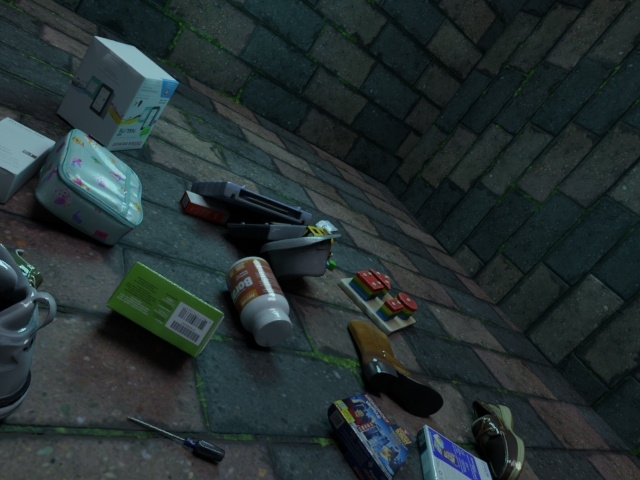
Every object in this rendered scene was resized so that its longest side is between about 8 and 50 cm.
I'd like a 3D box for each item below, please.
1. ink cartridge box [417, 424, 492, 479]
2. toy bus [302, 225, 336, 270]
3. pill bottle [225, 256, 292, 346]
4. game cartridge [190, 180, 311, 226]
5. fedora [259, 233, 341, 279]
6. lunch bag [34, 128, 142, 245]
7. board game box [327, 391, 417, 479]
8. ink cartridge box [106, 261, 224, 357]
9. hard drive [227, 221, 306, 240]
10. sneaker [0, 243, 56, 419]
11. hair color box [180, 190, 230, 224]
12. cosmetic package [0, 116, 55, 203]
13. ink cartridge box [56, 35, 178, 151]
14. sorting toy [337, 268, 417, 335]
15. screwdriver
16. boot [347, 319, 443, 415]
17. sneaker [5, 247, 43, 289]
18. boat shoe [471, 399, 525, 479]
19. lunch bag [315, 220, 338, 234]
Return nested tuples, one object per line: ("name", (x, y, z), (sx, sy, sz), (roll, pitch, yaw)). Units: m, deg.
("ink cartridge box", (0.333, 0.573, 1.116), (0.208, 0.045, 0.206), (33, 19, -8))
("toy bus", (-0.004, 0.002, 1.763), (0.191, 0.104, 0.202), (33, 20, -13))
("pill bottle", (-0.148, 0.149, 1.145), (0.121, 0.121, 0.216), (20, 25, -40))
("game cartridge", (-0.230, -0.125, 1.575), (0.355, 0.068, 0.230), (19, -3, -43))
("fedora", (-0.055, 0.056, 1.444), (0.275, 0.243, 0.124), (-5, 86, -63))
("lunch bag", (-0.525, -0.127, 1.100), (0.224, 0.108, 0.279), (41, 15, -37))
("board game box", (0.123, 0.439, 1.040), (0.194, 0.060, 0.194), (12, 31, -53))
("ink cartridge box", (-0.307, 0.140, 0.958), (0.189, 0.097, 0.255), (34, -15, -9))
("hard drive", (-0.165, -0.030, 1.507), (0.172, 0.054, 0.254), (3, 2, 22))
("sneaker", (-0.511, 0.069, 0.561), (0.366, 0.210, 0.137), (31, 20, -17))
("hair color box", (-0.362, -0.103, 1.474), (0.141, 0.043, 0.072), (19, 26, -40))
("cosmetic package", (-0.690, -0.181, 1.025), (0.117, 0.085, 0.231), (29, 22, -24))
("ink cartridge box", (-0.628, -0.446, 1.460), (0.197, 0.270, 0.198), (39, 19, 1))
("sorting toy", (0.230, 0.208, 1.719), (0.257, 0.089, 0.255), (45, 21, 23))
("screwdriver", (-0.234, 0.320, 0.764), (0.170, 0.024, 0.025), (28, -9, -7))
("boot", (0.211, 0.367, 1.374), (0.264, 0.096, 0.280), (23, 15, -16))
("sneaker", (-0.504, 0.073, 0.782), (0.192, 0.064, 0.086), (43, 24, 25))
("boat shoe", (0.484, 0.559, 1.330), (0.123, 0.123, 0.342), (25, 18, 8))
("lunch bag", (0.024, -0.049, 2.012), (0.071, 0.053, 0.083), (45, 30, 27))
